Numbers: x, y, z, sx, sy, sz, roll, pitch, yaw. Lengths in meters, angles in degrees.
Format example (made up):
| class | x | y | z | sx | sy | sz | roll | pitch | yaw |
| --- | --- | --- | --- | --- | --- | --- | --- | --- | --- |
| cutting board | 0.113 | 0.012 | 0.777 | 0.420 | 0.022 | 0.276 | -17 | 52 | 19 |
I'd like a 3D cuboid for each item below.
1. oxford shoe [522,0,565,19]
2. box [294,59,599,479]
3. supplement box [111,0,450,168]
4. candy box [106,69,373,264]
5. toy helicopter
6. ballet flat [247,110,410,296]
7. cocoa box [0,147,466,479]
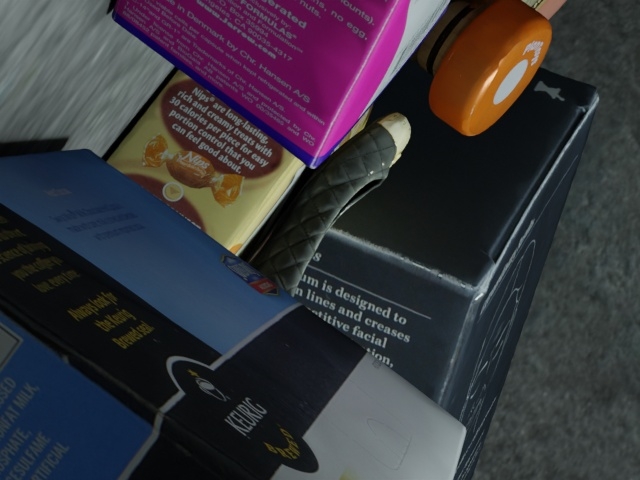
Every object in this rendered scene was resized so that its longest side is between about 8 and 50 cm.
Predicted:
| class | x | y | z | sx | sy | sz | roll | pitch | yaw |
| --- | --- | --- | --- | --- | --- | --- | --- | --- | --- |
| oxford shoe | 0.109 | -0.197 | 1.723 | 0.397 | 0.140 | 0.146 | -57 | 159 | -27 |
| box | 0.018 | 0.077 | 1.437 | 0.293 | 0.212 | 0.395 | -51 | 161 | -53 |
| supplement box | 0.010 | -0.142 | 0.753 | 0.111 | 0.114 | 0.220 | -52 | 177 | -29 |
| candy box | -0.084 | 0.004 | 1.098 | 0.316 | 0.087 | 0.183 | -53 | 175 | -18 |
| toy helicopter | 0.101 | -0.231 | 1.072 | 0.235 | 0.140 | 0.355 | -47 | 163 | -14 |
| ballet flat | 0.000 | 0.000 | 1.066 | 0.173 | 0.049 | 0.057 | -53 | 173 | -21 |
| cocoa box | -0.104 | 0.118 | 0.756 | 0.231 | 0.228 | 0.347 | -54 | 177 | 7 |
